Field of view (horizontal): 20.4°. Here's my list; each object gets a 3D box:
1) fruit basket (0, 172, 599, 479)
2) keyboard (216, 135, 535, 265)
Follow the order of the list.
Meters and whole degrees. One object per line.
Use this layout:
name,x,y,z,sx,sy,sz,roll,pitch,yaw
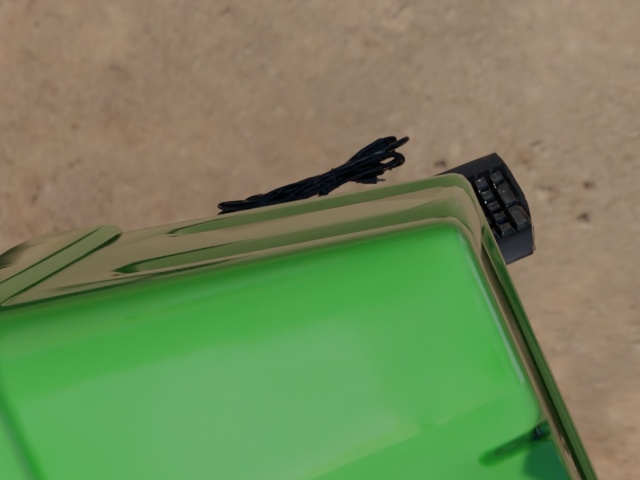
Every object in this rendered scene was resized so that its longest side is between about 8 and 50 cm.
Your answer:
fruit basket,-0.063,0.186,0.575,0.392,0.283,0.392,1,97,5
keyboard,0.000,0.000,1.403,0.317,0.201,0.033,-21,129,-3
